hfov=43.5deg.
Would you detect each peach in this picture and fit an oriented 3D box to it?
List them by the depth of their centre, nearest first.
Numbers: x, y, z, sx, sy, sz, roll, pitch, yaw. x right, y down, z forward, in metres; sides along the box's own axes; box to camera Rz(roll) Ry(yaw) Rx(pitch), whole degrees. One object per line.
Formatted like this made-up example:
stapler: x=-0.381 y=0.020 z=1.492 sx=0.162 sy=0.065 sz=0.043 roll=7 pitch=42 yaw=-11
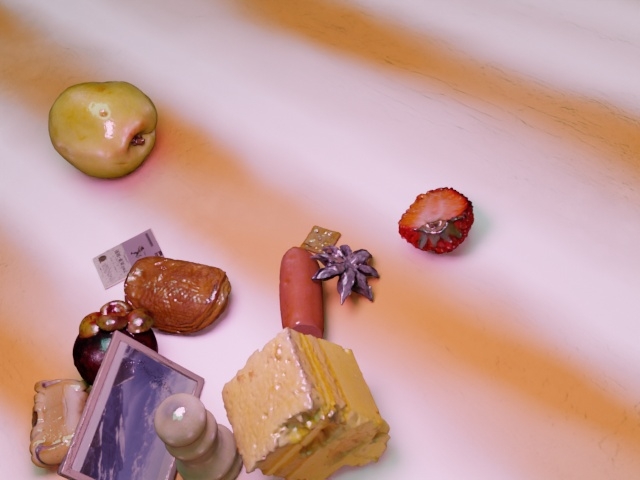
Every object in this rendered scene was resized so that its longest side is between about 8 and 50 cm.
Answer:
peach: x=-0.635 y=-0.326 z=2.347 sx=0.315 sy=0.282 sz=0.314 roll=8 pitch=20 yaw=14

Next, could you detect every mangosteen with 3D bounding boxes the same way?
mangosteen: x=-0.476 y=0.249 z=1.865 sx=0.209 sy=0.210 sz=0.210 roll=-8 pitch=49 yaw=9

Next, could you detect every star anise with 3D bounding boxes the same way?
star anise: x=0.065 y=0.073 z=1.917 sx=0.204 sy=0.061 sz=0.181 roll=1 pitch=55 yaw=-33

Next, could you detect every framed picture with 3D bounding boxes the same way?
framed picture: x=-0.392 y=0.390 z=1.719 sx=0.022 sy=0.247 sz=0.335 roll=-29 pitch=35 yaw=41

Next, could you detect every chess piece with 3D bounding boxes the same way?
chess piece: x=-0.259 y=0.400 z=1.644 sx=0.144 sy=0.251 sz=0.144 roll=-8 pitch=49 yaw=9

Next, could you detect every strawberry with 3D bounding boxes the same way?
strawberry: x=0.295 y=-0.040 z=1.975 sx=0.190 sy=0.111 sz=0.236 roll=-14 pitch=24 yaw=17

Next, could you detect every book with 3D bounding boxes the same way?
book: x=-0.519 y=0.049 z=2.171 sx=0.181 sy=0.014 sz=0.127 roll=-28 pitch=49 yaw=-8

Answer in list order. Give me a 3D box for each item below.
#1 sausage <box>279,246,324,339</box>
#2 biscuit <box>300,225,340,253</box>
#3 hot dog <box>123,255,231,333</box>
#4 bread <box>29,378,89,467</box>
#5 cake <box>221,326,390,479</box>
sausage: x=-0.046 y=0.126 z=1.909 sx=0.113 sy=0.114 sz=0.259 roll=-10 pitch=50 yaw=7
biscuit: x=0.000 y=0.000 z=2.067 sx=0.083 sy=0.018 sz=0.081 roll=18 pitch=57 yaw=27
hot dog: x=-0.344 y=0.129 z=1.988 sx=0.272 sy=0.122 sz=0.196 roll=8 pitch=55 yaw=16
bread: x=-0.594 y=0.410 z=1.843 sx=0.134 sy=0.081 sz=0.225 roll=-11 pitch=47 yaw=0
cake: x=-0.013 y=0.348 z=1.630 sx=0.222 sy=0.286 sz=0.227 roll=-45 pitch=44 yaw=22
